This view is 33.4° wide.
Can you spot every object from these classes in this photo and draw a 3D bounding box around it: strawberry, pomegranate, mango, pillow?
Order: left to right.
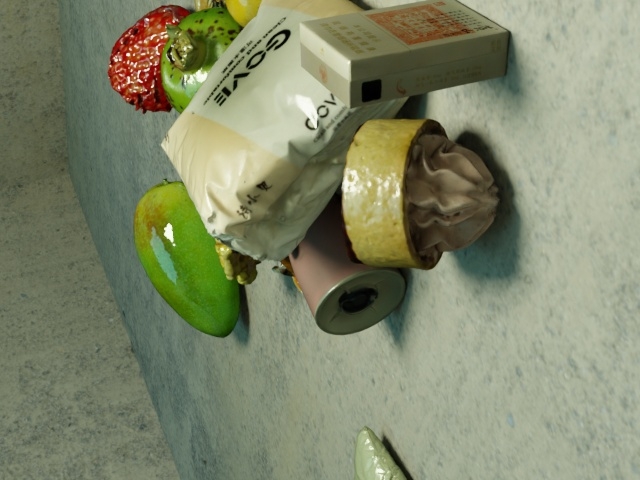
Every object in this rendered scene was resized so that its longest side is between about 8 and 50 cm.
[{"bbox_3d":[-0.347,-0.405,2.302,0.244,0.205,0.205,-49,55,41],"label":"strawberry"},{"bbox_3d":[-0.296,0.047,2.413,0.225,0.201,0.381,-25,90,47],"label":"mango"},{"bbox_3d":[-0.195,-0.307,1.852,0.211,0.263,0.210,-4,82,29],"label":"pomegranate"},{"bbox_3d":[-0.115,-0.429,1.776,0.195,0.098,0.137,-115,20,-48],"label":"mango"},{"bbox_3d":[0.116,0.492,1.777,0.274,0.076,0.280,94,154,-43],"label":"pillow"}]

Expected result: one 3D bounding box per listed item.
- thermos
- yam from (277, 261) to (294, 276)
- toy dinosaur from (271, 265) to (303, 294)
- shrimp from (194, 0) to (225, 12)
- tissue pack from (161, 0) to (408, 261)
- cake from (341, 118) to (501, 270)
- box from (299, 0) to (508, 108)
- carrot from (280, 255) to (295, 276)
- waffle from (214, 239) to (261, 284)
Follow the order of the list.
[{"bbox_3d":[0.000,0.000,1.635,0.146,0.177,0.265,-58,46,35],"label":"thermos"},{"bbox_3d":[-0.055,-0.007,1.909,0.079,0.079,0.141,120,135,-62],"label":"yam"},{"bbox_3d":[-0.059,0.011,1.989,0.187,0.044,0.106,-129,47,-55],"label":"toy dinosaur"},{"bbox_3d":[-0.192,-0.449,2.012,0.150,0.068,0.248,55,150,30],"label":"shrimp"},{"bbox_3d":[-0.052,-0.182,1.521,0.375,0.195,0.390,-52,33,5],"label":"tissue pack"},{"bbox_3d":[0.132,-0.055,1.298,0.208,0.178,0.185,23,-108,-75],"label":"cake"},{"bbox_3d":[0.092,-0.217,1.210,0.141,0.201,0.058,-129,32,-52],"label":"box"},{"bbox_3d":[-0.060,0.007,1.771,0.314,0.066,0.066,49,178,-36],"label":"carrot"},{"bbox_3d":[-0.150,-0.070,1.981,0.281,0.058,0.300,-75,-20,-45],"label":"waffle"}]
